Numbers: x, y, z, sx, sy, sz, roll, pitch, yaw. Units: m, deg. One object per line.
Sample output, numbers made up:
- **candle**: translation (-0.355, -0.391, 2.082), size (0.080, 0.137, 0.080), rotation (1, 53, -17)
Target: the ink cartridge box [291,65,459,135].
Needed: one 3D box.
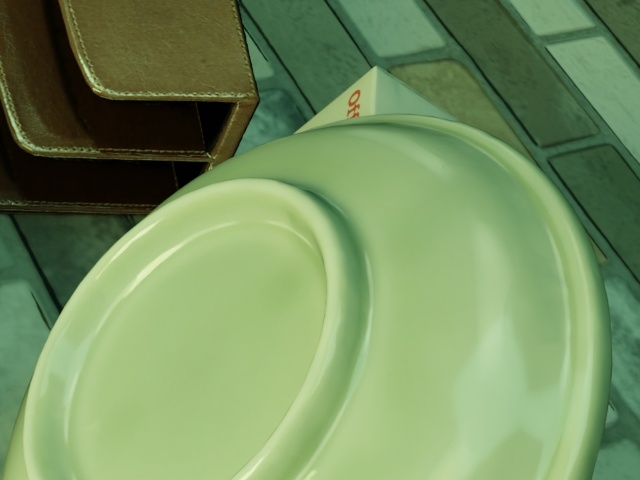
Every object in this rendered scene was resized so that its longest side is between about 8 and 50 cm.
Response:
- **ink cartridge box**: translation (0.000, 0.000, 0.931), size (0.086, 0.203, 0.148), rotation (31, 41, -27)

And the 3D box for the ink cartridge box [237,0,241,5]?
- **ink cartridge box**: translation (-0.128, -0.223, 1.194), size (0.115, 0.029, 0.063), rotation (-20, 62, -37)

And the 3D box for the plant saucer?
- **plant saucer**: translation (-0.048, 0.079, 0.725), size (0.100, 0.401, 0.400), rotation (42, 32, -41)

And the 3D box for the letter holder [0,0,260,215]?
- **letter holder**: translation (-0.192, -0.183, 1.025), size (0.215, 0.152, 0.301), rotation (0, 58, -23)
